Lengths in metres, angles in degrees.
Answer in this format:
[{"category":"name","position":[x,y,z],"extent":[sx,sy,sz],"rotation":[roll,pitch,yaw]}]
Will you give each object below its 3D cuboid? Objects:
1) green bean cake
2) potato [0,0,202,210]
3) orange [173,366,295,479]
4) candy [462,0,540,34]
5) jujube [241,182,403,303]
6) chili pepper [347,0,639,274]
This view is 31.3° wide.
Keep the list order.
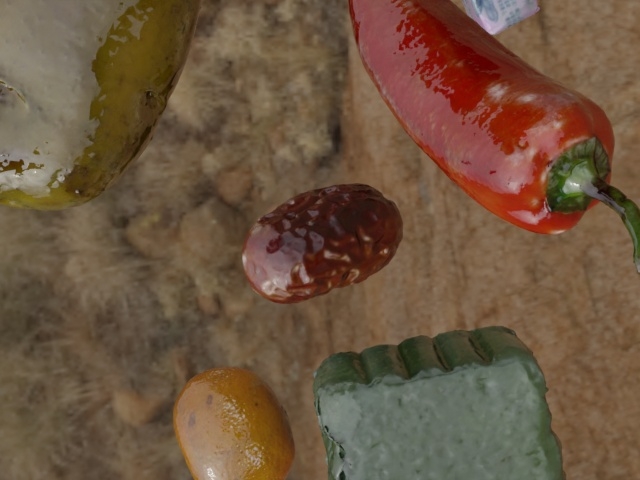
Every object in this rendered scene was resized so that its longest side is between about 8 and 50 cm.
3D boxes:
[{"category":"green bean cake","position":[0.104,0.204,1.027],"extent":[0.125,0.222,0.227],"rotation":[-113,12,-79]},{"category":"potato","position":[-0.185,-0.196,0.866],"extent":[0.195,0.176,0.369],"rotation":[32,102,51]},{"category":"orange","position":[-0.130,0.298,1.757],"extent":[0.224,0.170,0.224],"rotation":[159,90,-87]},{"category":"candy","position":[0.176,-0.313,1.248],"extent":[0.092,0.073,0.160],"rotation":[-113,-3,-70]},{"category":"jujube","position":[0.000,0.000,1.155],"extent":[0.109,0.176,0.112],"rotation":[62,144,10]},{"category":"chili pepper","position":[0.072,-0.069,0.540],"extent":[0.071,0.063,0.272],"rotation":[-36,48,-1]}]
